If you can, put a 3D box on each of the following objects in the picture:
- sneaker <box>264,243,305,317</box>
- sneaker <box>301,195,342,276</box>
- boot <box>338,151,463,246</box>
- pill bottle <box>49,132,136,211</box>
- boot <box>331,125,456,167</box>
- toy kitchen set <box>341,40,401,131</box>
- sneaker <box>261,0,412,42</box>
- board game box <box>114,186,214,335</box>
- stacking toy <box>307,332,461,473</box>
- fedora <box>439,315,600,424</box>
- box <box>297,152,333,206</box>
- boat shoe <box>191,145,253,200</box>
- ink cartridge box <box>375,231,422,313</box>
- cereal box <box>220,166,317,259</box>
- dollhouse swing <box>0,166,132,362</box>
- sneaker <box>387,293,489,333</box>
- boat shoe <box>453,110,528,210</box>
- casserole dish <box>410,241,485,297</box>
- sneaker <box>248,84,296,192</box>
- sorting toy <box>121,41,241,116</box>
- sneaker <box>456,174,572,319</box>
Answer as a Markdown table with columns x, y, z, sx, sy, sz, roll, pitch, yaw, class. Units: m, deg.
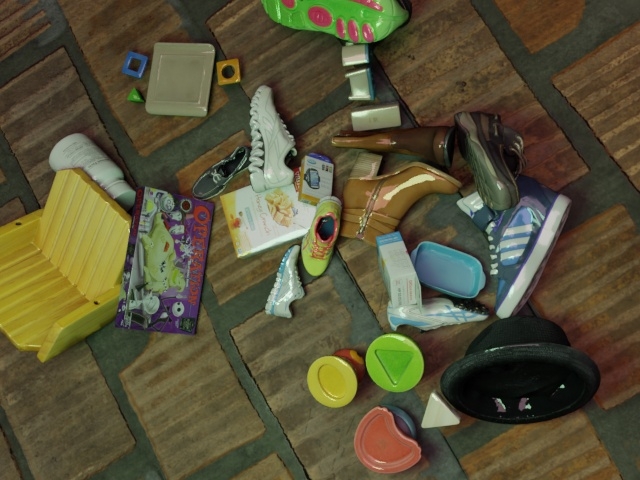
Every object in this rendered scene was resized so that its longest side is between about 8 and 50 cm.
| x | y | z | sx | sy | sz | roll | pitch | yaw | class |
| --- | --- | --- | --- | --- | --- | --- | --- | --- | --- |
| -0.071 | 0.104 | 1.708 | 0.082 | 0.071 | 0.191 | 18 | 94 | 8 | sneaker |
| 0.000 | 0.000 | 1.657 | 0.081 | 0.094 | 0.209 | 9 | 114 | -5 | sneaker |
| 0.184 | -0.082 | 1.649 | 0.283 | 0.109 | 0.220 | 14 | 86 | 15 | boot |
| -0.602 | -0.168 | 1.828 | 0.229 | 0.131 | 0.131 | 43 | 92 | 15 | pill bottle |
| 0.167 | -0.236 | 1.589 | 0.280 | 0.264 | 0.096 | 5 | 108 | 4 | boot |
| 0.136 | -0.407 | 1.735 | 0.122 | 0.166 | 0.207 | -5 | 117 | 12 | toy kitchen set |
| 0.025 | -0.618 | 1.749 | 0.482 | 0.202 | 0.185 | 35 | 126 | 29 | sneaker |
| -0.386 | 0.056 | 1.715 | 0.056 | 0.208 | 0.347 | 1 | 81 | 42 | board game box |
| 0.158 | 0.349 | 1.573 | 0.279 | 0.130 | 0.309 | -35 | 85 | 22 | stacking toy |
| 0.430 | 0.269 | 1.502 | 0.333 | 0.334 | 0.153 | -1 | 46 | 12 | fedora |
| -0.011 | -0.152 | 1.712 | 0.081 | 0.028 | 0.136 | 16 | 62 | -22 | box |
| -0.260 | -0.181 | 1.787 | 0.206 | 0.065 | 0.075 | -35 | 76 | 6 | boat shoe |
| 0.180 | 0.080 | 1.583 | 0.061 | 0.104 | 0.181 | -13 | 43 | -3 | ink cartridge box |
| -0.120 | -0.070 | 1.748 | 0.240 | 0.047 | 0.173 | -20 | 78 | 9 | cereal box |
| -0.675 | 0.042 | 1.711 | 0.347 | 0.315 | 0.305 | 42 | 136 | 15 | dollhouse swing |
| 0.276 | 0.175 | 1.614 | 0.237 | 0.085 | 0.086 | 0 | 109 | 9 | sneaker |
| 0.395 | -0.201 | 1.532 | 0.130 | 0.132 | 0.355 | -14 | 39 | 6 | boat shoe |
| 0.294 | 0.074 | 1.607 | 0.188 | 0.037 | 0.114 | 19 | 61 | -5 | casserole dish |
| -0.119 | -0.259 | 1.739 | 0.118 | 0.110 | 0.292 | -4 | 71 | 6 | sneaker |
| -0.374 | -0.434 | 1.862 | 0.347 | 0.047 | 0.196 | 5 | 87 | 14 | sorting toy |
| 0.409 | -0.003 | 1.590 | 0.236 | 0.130 | 0.323 | 27 | 93 | 24 | sneaker |
